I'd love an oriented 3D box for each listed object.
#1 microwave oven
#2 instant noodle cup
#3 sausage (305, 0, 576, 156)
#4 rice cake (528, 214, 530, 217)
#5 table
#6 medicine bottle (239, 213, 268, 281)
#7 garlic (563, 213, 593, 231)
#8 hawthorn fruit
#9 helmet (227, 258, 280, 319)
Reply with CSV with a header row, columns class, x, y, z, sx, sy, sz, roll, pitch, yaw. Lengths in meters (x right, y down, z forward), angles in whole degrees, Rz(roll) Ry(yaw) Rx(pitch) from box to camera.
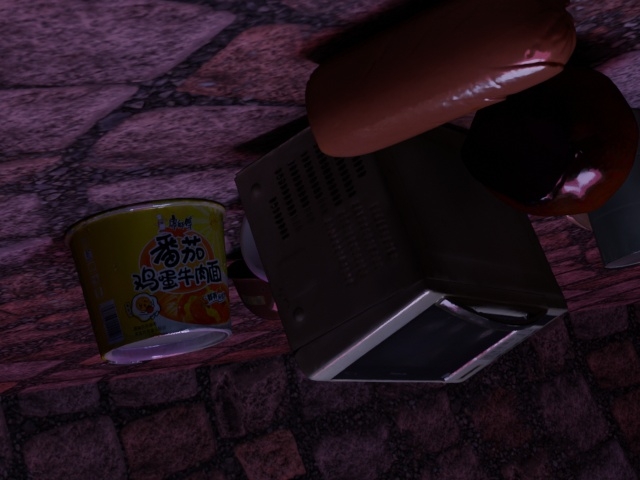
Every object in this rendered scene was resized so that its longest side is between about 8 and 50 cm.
class,x,y,z,sx,sy,sz,roll,pitch,yaw
microwave oven,0.111,0.022,1.612,0.247,0.333,0.394,-33,156,29
instant noodle cup,-0.250,0.068,1.809,0.264,0.200,0.264,-13,166,-3
sausage,0.123,-0.183,1.237,0.304,0.121,0.121,-20,165,33
rice cake,0.241,-0.026,2.207,0.298,0.050,0.106,-10,168,-11
table,0.463,-0.078,1.799,0.126,0.220,0.126,-13,166,-3
medicine bottle,0.000,0.000,1.863,0.152,0.152,0.254,-20,167,30
garlic,0.581,-0.090,2.089,0.325,0.132,0.279,-11,160,-29
hawthorn fruit,0.302,-0.121,1.506,0.215,0.215,0.250,-16,165,16
helmet,-0.092,0.092,2.161,0.175,0.106,0.155,5,-161,31
